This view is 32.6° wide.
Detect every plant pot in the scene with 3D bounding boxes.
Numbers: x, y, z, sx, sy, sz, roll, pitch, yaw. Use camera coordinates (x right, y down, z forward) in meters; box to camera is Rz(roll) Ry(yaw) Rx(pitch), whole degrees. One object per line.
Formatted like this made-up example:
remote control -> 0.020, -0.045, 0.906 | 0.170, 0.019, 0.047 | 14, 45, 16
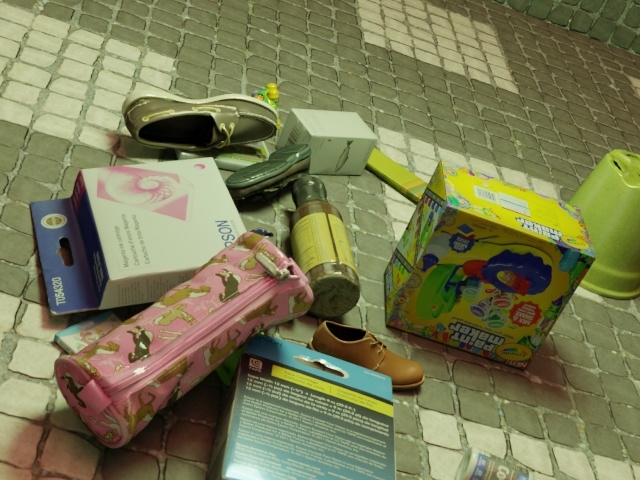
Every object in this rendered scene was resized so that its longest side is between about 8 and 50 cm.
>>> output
plant pot -> 0.659, -0.053, 2.442 | 0.276, 0.254, 0.276 | 17, 32, -11

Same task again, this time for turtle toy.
turtle toy -> -0.127, -0.301, 2.443 | 0.066, 0.095, 0.130 | -5, 23, -5

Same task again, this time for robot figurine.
robot figurine -> -0.126, 0.183, 1.724 | 0.115, 0.067, 0.101 | 37, 61, 19

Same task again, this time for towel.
towel -> 0.178, -0.142, 2.473 | 0.237, 0.021, 0.102 | 36, 27, 20

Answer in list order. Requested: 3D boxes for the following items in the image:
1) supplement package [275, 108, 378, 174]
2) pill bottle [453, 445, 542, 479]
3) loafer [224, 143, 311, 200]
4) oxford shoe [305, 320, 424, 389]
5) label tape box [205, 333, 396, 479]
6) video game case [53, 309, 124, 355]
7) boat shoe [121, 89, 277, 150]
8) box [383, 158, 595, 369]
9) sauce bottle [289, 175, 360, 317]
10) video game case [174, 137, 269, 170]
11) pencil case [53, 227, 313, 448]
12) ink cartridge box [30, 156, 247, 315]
supplement package -> 0.014, -0.214, 2.382 | 0.179, 0.105, 0.105 | -2, 39, -35
pill bottle -> 0.283, 0.381, 1.698 | 0.137, 0.078, 0.078 | 24, 31, 0
loafer -> -0.093, -0.121, 2.193 | 0.096, 0.084, 0.267 | 2, 22, 32
oxford shoe -> 0.087, 0.193, 1.851 | 0.212, 0.076, 0.076 | 19, 30, -12
label tape box -> -0.024, 0.299, 1.581 | 0.249, 0.115, 0.348 | 20, 27, -9
video game case -> -0.306, 0.176, 1.661 | 0.166, 0.015, 0.119 | 37, 34, 20
boat shoe -> -0.231, -0.229, 2.185 | 0.324, 0.117, 0.097 | 3, 42, -26
box -> 0.302, 0.046, 2.023 | 0.290, 0.279, 0.177 | 18, 32, -10
sauce bottle -> 0.000, 0.000, 2.046 | 0.111, 0.111, 0.344 | 14, 33, -17
video game case -> -0.214, -0.210, 2.298 | 0.212, 0.023, 0.193 | 9, 34, -26
pencil case -> -0.192, 0.136, 1.561 | 0.386, 0.167, 0.160 | -35, 53, -31
ink cartridge box -> -0.299, -0.019, 1.808 | 0.330, 0.071, 0.324 | -7, 37, -18
